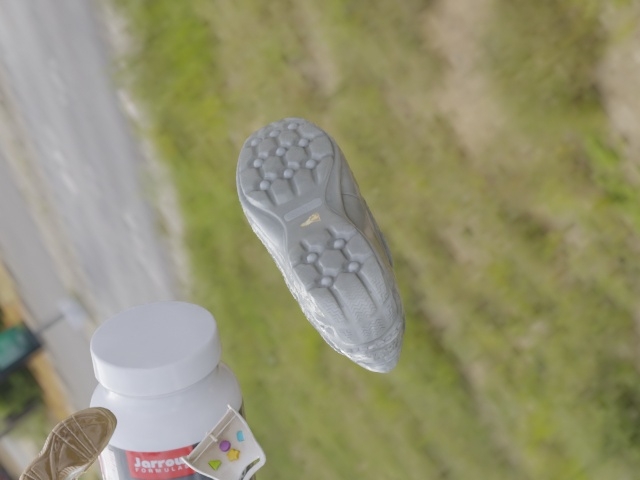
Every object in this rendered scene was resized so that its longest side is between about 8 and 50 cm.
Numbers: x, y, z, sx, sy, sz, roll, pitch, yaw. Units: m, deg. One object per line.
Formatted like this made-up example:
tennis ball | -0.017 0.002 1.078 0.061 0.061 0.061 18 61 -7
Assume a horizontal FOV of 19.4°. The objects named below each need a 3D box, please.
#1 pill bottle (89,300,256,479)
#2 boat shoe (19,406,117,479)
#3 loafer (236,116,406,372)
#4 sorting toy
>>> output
pill bottle | -0.201 0.279 2.556 0.210 0.210 0.363 32 139 49
boat shoe | -0.296 0.249 2.240 0.170 0.059 0.063 -42 85 29
loafer | 0.000 0.000 1.724 0.319 0.112 0.111 -111 -2 -50
sorting toy | -0.101 0.243 2.122 0.075 0.083 0.045 41 179 30
